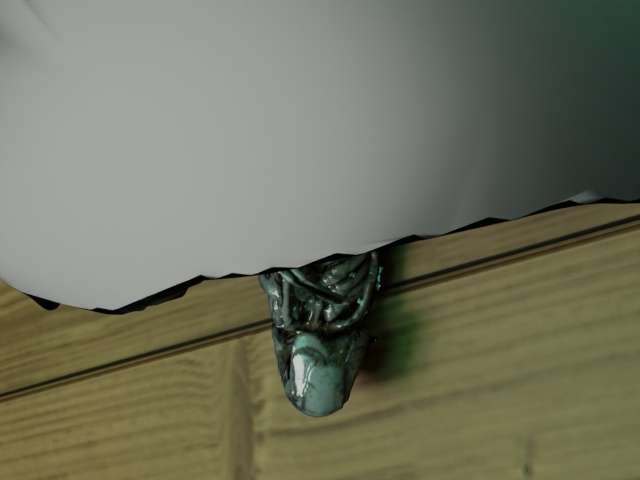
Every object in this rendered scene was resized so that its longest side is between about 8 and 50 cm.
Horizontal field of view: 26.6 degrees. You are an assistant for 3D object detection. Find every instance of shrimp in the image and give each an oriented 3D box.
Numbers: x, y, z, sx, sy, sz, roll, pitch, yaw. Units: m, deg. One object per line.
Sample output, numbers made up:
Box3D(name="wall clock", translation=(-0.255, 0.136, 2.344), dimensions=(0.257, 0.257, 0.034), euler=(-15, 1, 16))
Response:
Box3D(name="shrimp", translation=(0.000, 0.000, 0.635), dimensions=(0.065, 0.056, 0.165), euler=(-143, 53, -71))

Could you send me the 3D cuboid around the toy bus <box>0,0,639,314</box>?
Box3D(name="toy bus", translation=(0.027, -0.088, 0.492), dimensions=(0.386, 0.162, 0.171), euler=(-13, 103, 35))
